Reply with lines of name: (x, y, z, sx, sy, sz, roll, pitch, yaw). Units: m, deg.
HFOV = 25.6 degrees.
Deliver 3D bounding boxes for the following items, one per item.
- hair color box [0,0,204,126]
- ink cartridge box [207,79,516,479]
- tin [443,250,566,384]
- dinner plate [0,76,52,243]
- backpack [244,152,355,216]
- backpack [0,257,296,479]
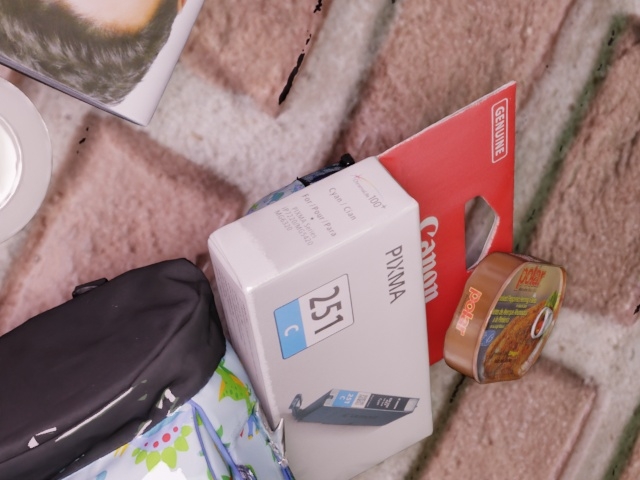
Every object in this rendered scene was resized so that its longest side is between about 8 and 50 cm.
hair color box: (-0.140, -0.291, 0.992, 0.185, 0.113, 0.374, 24, 90, -32)
ink cartridge box: (0.060, 0.051, 1.081, 0.261, 0.066, 0.296, -28, 143, -15)
tin: (0.154, 0.061, 1.161, 0.189, 0.040, 0.106, 9, 108, -65)
dinner plate: (-0.269, -0.058, 1.048, 0.141, 0.017, 0.141, -3, 99, -21)
backpack: (0.000, 0.000, 1.124, 0.114, 0.084, 0.105, -22, 106, -16)
backpack: (-0.132, 0.243, 1.015, 0.290, 0.273, 0.355, -24, 124, 0)
